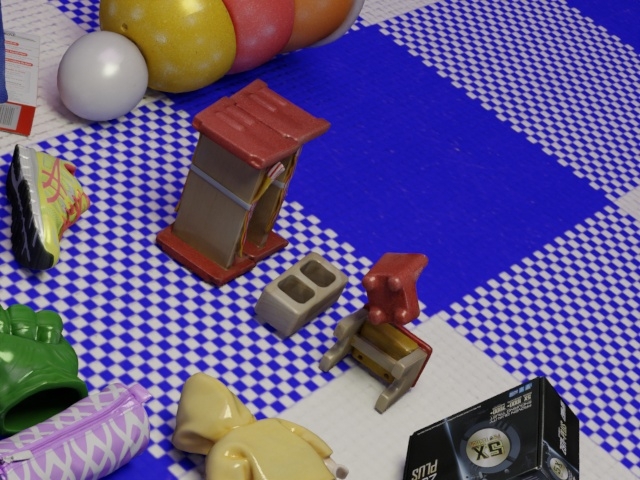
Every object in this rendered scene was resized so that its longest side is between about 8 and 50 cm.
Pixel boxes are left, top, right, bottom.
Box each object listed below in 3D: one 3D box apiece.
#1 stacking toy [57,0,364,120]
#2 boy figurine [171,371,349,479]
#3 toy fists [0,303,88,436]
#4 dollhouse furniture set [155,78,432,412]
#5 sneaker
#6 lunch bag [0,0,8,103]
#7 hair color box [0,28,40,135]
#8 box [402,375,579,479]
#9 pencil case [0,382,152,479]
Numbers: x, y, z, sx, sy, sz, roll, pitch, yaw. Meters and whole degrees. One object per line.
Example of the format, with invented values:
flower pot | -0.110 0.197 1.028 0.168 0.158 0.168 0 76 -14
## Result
stacking toy | -0.190 -0.327 2.086 0.350 0.350 0.480 35 52 14
boy figurine | -0.054 0.250 1.550 0.285 0.092 0.177 38 37 20
toy fists | -0.373 0.130 1.519 0.279 0.096 0.142 -11 46 -37
dollhouse furniture set | 0.000 0.000 1.808 0.374 0.201 0.152 35 37 16
sneaker | -0.316 -0.041 1.784 0.094 0.081 0.208 10 37 -23
lunch bag | -0.598 -0.304 1.830 0.328 0.239 0.385 -5 22 -33
hair color box | -0.418 -0.212 1.968 0.093 0.053 0.167 10 39 -16
box | 0.180 0.247 1.605 0.077 0.180 0.147 50 29 -23
pencil case | -0.261 0.209 1.488 0.086 0.088 0.206 36 36 23
